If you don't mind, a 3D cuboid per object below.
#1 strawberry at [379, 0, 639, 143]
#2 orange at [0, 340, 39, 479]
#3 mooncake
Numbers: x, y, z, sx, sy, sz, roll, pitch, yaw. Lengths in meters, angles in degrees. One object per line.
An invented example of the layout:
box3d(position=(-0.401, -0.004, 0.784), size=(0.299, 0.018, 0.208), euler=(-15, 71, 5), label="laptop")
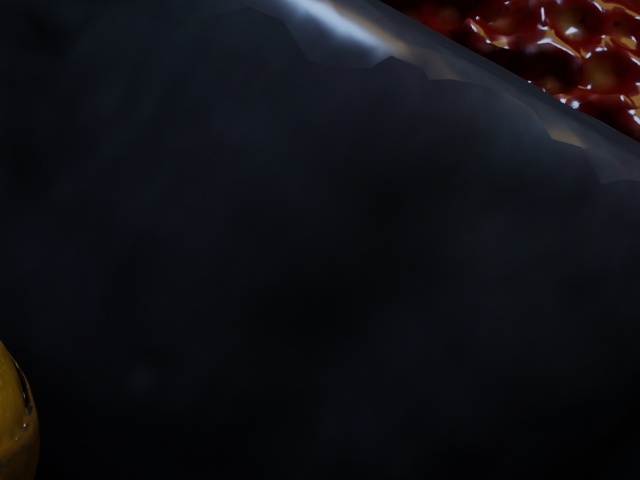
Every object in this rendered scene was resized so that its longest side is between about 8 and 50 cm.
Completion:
box3d(position=(0.106, -0.032, 0.932), size=(0.343, 0.292, 0.292), euler=(51, 11, 8), label="strawberry")
box3d(position=(-0.097, 0.033, 0.378), size=(0.086, 0.062, 0.086), euler=(32, 23, -15), label="orange")
box3d(position=(-0.013, -0.008, 0.618), size=(0.306, 0.154, 0.306), euler=(31, 8, -5), label="mooncake")
